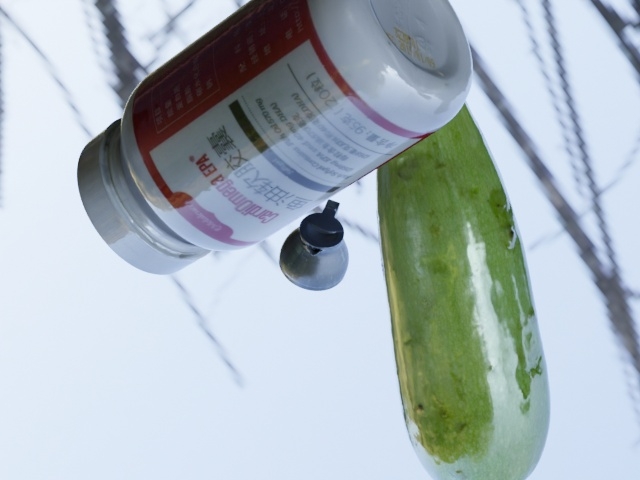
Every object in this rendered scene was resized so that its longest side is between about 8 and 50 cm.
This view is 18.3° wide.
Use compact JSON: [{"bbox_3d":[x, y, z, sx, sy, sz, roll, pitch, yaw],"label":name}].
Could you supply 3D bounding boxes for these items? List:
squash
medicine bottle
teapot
[{"bbox_3d":[0.104,0.022,1.508,0.118,0.370,0.118,-8,-166,2],"label":"squash"},{"bbox_3d":[-0.033,-0.078,1.248,0.250,0.131,0.131,-32,-158,32],"label":"medicine bottle"},{"bbox_3d":[0.000,0.000,1.878,0.057,0.066,0.088,107,4,-49],"label":"teapot"}]
